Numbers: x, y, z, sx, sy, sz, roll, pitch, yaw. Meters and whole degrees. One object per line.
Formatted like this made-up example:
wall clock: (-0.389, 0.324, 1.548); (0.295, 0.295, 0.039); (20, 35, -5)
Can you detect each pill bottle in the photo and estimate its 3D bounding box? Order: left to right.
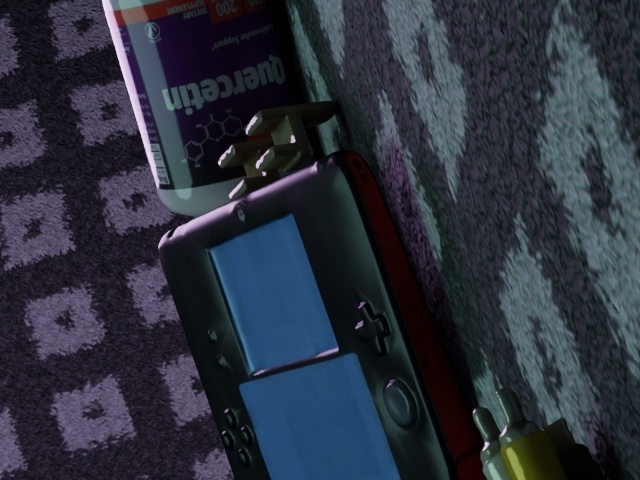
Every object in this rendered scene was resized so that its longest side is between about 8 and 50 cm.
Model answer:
pill bottle: (-0.114, -0.152, 1.949); (0.181, 0.182, 0.323); (-138, 31, -76)

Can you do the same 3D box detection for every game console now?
game console: (-0.011, 0.117, 1.646); (0.386, 0.060, 0.342); (-21, 92, 58)

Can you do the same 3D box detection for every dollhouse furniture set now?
dollhouse furniture set: (0.000, 0.000, 1.800); (0.242, 0.161, 0.212); (-43, 62, 57)

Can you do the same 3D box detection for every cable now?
cable: (0.174, 0.232, 1.122); (0.139, 0.072, 0.287); (77, 174, -64)
